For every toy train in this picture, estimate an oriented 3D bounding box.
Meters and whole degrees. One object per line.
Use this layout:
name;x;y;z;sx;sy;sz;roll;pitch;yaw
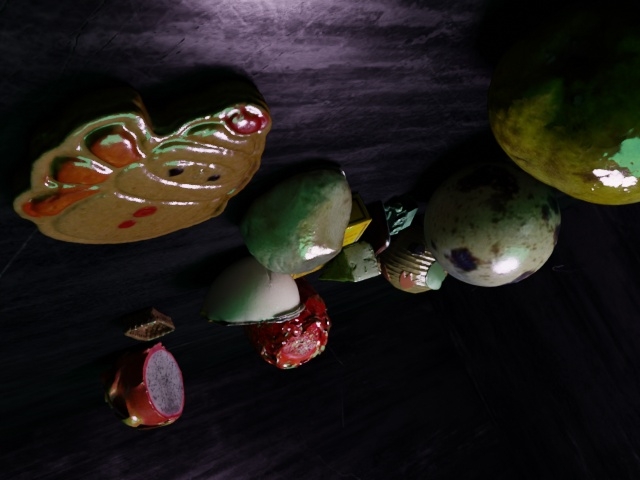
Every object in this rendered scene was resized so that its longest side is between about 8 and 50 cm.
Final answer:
toy train;0.234;-0.076;1.435;0.099;0.070;0.172;-29;164;-10

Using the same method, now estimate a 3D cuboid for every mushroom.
mushroom;-0.044;-0.025;1.018;0.267;0.164;0.189;-29;164;17

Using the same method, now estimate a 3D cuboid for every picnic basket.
picnic basket;-0.506;0.248;1.439;0.110;0.054;0.193;-21;164;-7

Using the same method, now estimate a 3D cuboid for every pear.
pear;0.467;-0.226;0.798;0.352;0.351;0.413;-35;153;34

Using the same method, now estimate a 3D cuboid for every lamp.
lamp;0.337;0.040;1.689;0.250;0.250;0.284;3;108;-58

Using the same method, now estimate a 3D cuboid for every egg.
egg;0.459;-0.042;1.359;0.345;0.345;0.428;-20;172;-12
egg;-0.188;0.126;1.320;0.264;0.174;0.286;-7;-179;-33

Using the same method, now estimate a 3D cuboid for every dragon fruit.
dragon fruit;-0.114;0.258;1.605;0.296;0.301;0.295;-21;157;-9
dragon fruit;-0.654;0.536;1.762;0.226;0.305;0.305;-18;165;6

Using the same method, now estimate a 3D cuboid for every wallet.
wallet;0.134;0.001;1.421;0.031;0.137;0.255;3;155;-18

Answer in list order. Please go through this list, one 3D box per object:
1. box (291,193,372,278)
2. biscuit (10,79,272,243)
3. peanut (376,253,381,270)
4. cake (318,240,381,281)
box;0.000;0.000;1.305;0.193;0.084;0.301;-19;164;-17
biscuit;-0.235;-0.097;0.707;0.381;0.074;0.359;-28;166;26
peanut;0.268;0.063;1.906;0.100;0.099;0.214;-18;169;-19
cake;0.077;0.094;1.400;0.100;0.099;0.235;-16;164;-27
